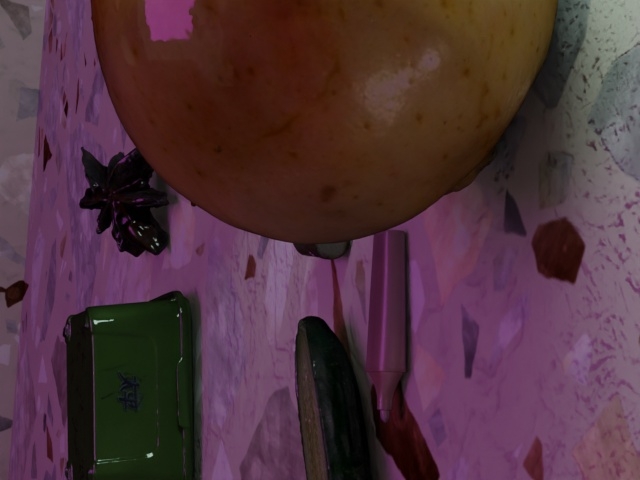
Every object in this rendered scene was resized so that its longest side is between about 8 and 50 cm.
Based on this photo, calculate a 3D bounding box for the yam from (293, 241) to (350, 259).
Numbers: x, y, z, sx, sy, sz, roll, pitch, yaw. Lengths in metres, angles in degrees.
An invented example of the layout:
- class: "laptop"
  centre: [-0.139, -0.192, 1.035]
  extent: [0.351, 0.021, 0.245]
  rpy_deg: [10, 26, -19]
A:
- class: "yam"
  centre: [0.000, 0.000, 1.510]
  extent: [0.094, 0.043, 0.043]
  rpy_deg: [-167, 80, -69]

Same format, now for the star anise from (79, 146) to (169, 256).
- class: "star anise"
  centre: [-0.333, -0.076, 2.258]
  extent: [0.283, 0.129, 0.212]
  rpy_deg: [-5, 89, 59]

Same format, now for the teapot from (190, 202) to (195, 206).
- class: "teapot"
  centre: [-0.138, -0.126, 1.803]
  extent: [0.173, 0.116, 0.116]
  rpy_deg: [-62, 20, -8]

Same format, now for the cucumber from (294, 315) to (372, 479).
- class: "cucumber"
  centre: [0.014, 0.193, 1.421]
  extent: [0.115, 0.063, 0.243]
  rpy_deg: [115, 150, -60]

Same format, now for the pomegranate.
- class: "pomegranate"
  centre: [0.013, -0.180, 1.094]
  extent: [0.411, 0.412, 0.411]
  rpy_deg: [-177, 90, -68]

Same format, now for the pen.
- class: "pen"
  centre: [0.069, 0.088, 1.343]
  extent: [0.053, 0.032, 0.197]
  rpy_deg: [167, 107, -67]

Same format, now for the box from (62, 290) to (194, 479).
- class: "box"
  centre: [-0.310, 0.249, 2.075]
  extent: [0.253, 0.178, 0.328]
  rpy_deg: [154, 117, -67]
